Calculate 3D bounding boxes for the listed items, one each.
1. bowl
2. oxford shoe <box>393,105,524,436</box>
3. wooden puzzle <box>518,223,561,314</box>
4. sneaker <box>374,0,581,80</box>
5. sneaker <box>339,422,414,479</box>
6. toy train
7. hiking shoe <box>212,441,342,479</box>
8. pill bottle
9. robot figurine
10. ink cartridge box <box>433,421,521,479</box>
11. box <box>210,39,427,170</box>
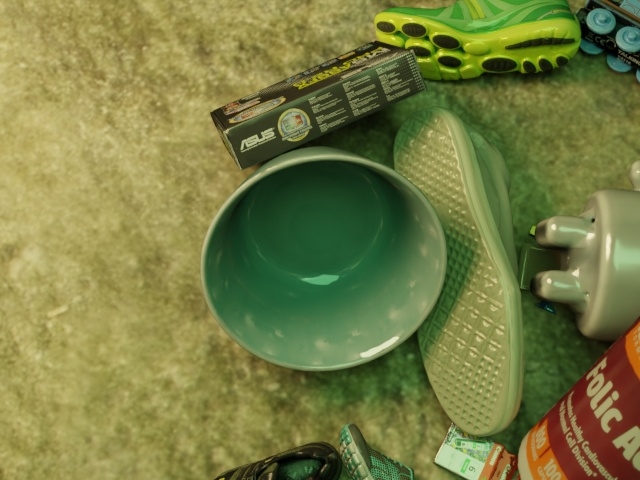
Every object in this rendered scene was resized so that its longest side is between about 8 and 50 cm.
[{"bbox_3d":[0.000,0.000,1.489,0.311,0.163,0.312,-2,117,-4],"label":"bowl"},{"bbox_3d":[0.207,0.036,1.525,0.169,0.130,0.449,-22,70,40],"label":"oxford shoe"},{"bbox_3d":[0.312,0.040,1.579,0.078,0.014,0.116,16,75,11],"label":"wooden puzzle"},{"bbox_3d":[0.226,-0.306,1.648,0.295,0.109,0.123,3,48,7],"label":"sneaker"},{"bbox_3d":[0.085,0.311,1.497,0.076,0.065,0.166,-25,77,-21],"label":"sneaker"},{"bbox_3d":[0.457,-0.298,1.637,0.184,0.080,0.105,33,69,13],"label":"toy train"},{"bbox_3d":[-0.081,0.319,1.465,0.227,0.114,0.086,-28,74,-5],"label":"hiking shoe"},{"bbox_3d":[0.429,0.193,1.321,0.224,0.224,0.392,43,123,13],"label":"pill bottle"},{"bbox_3d":[0.457,0.038,1.472,0.353,0.200,0.300,6,91,2],"label":"robot figurine"},{"bbox_3d":[0.214,0.293,1.503,0.115,0.029,0.063,26,77,9],"label":"ink cartridge box"},{"bbox_3d":[-0.010,-0.191,1.554,0.270,0.216,0.060,-24,106,-3],"label":"box"}]
